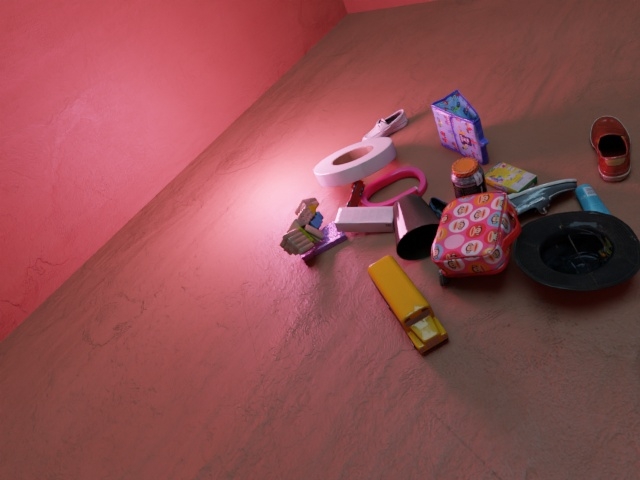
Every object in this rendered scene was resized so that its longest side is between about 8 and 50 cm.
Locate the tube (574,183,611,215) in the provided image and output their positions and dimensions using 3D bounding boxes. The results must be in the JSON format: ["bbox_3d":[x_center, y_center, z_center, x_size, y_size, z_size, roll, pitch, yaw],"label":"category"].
[{"bbox_3d":[0.898,-0.098,1.474,0.080,0.052,0.207,-23,44,23],"label":"tube"}]

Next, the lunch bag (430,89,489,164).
[{"bbox_3d":[0.611,-0.458,1.878,0.138,0.221,0.293,-30,40,1],"label":"lunch bag"}]

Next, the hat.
[{"bbox_3d":[0.748,0.056,1.339,0.331,0.134,0.331,-11,47,11],"label":"hat"}]

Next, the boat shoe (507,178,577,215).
[{"bbox_3d":[0.744,-0.131,1.583,0.319,0.116,0.099,-17,82,6],"label":"boat shoe"}]

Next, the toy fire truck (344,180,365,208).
[{"bbox_3d":[0.149,-0.197,1.984,0.047,0.135,0.192,22,76,-4],"label":"toy fire truck"}]

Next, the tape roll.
[{"bbox_3d":[0.156,-0.364,2.081,0.392,0.072,0.392,-21,23,9],"label":"tape roll"}]

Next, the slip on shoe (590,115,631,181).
[{"bbox_3d":[1.038,-0.352,1.610,0.123,0.101,0.331,-4,45,30],"label":"slip on shoe"}]

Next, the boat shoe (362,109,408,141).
[{"bbox_3d":[0.317,-0.576,2.279,0.258,0.084,0.095,-32,40,-3],"label":"boat shoe"}]

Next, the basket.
[{"bbox_3d":[0.354,-0.060,1.681,0.204,0.154,0.227,-26,36,12],"label":"basket"}]

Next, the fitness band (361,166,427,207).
[{"bbox_3d":[0.312,-0.217,1.936,0.290,0.054,0.209,-27,40,2],"label":"fitness band"}]

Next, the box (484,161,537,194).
[{"bbox_3d":[0.717,-0.235,1.724,0.105,0.043,0.179,-38,43,-9],"label":"box"}]

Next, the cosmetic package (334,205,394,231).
[{"bbox_3d":[0.186,-0.085,1.847,0.239,0.060,0.099,1,48,21],"label":"cosmetic package"}]

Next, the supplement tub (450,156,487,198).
[{"bbox_3d":[0.552,-0.207,1.676,0.117,0.190,0.117,-16,43,15],"label":"supplement tub"}]

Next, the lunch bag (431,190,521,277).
[{"bbox_3d":[0.505,-0.026,1.430,0.258,0.120,0.293,-11,41,44],"label":"lunch bag"}]

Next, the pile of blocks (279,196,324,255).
[{"bbox_3d":[-0.069,-0.038,1.909,0.113,0.149,0.362,-56,9,40],"label":"pile of blocks"}]

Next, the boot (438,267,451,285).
[{"bbox_3d":[0.510,0.078,1.511,0.208,0.076,0.190,4,53,25],"label":"boot"}]

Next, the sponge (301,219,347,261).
[{"bbox_3d":[0.000,0.000,1.913,0.210,0.031,0.117,-29,40,2],"label":"sponge"}]

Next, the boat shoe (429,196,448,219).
[{"bbox_3d":[0.478,-0.076,1.664,0.109,0.089,0.258,-39,41,-11],"label":"boat shoe"}]

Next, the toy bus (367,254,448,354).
[{"bbox_3d":[0.277,0.201,1.464,0.108,0.130,0.333,-30,40,0],"label":"toy bus"}]
